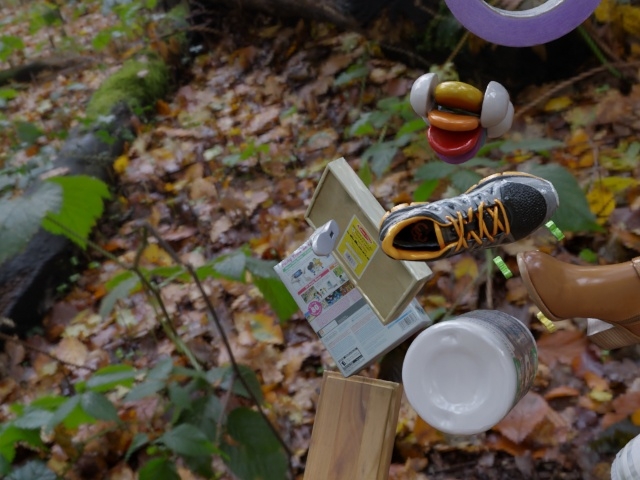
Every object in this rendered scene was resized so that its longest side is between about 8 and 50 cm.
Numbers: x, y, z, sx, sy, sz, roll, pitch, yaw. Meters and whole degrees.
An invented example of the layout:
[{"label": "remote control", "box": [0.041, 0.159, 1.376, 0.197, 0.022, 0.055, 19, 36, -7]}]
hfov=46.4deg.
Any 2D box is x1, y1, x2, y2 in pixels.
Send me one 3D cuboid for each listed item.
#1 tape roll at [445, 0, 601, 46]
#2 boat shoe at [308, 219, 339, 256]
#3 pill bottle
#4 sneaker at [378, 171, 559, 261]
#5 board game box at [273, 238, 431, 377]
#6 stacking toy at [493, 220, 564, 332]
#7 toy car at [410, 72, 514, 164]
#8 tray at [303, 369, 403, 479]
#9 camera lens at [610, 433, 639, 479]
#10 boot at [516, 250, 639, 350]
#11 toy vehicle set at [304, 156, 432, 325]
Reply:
[{"label": "tape roll", "box": [0.317, -0.448, 1.169, 0.274, 0.275, 0.090, -11, 20, 13]}, {"label": "boat shoe", "box": [0.000, 0.000, 1.162, 0.035, 0.035, 0.100, -25, 18, 26]}, {"label": "pill bottle", "box": [0.307, 0.239, 1.448, 0.204, 0.204, 0.361, -5, -2, 25]}, {"label": "sneaker", "box": [0.166, -0.017, 0.859, 0.214, 0.084, 0.083, -17, 10, 20]}, {"label": "board game box", "box": [0.069, 0.119, 1.682, 0.224, 0.303, 0.097, -38, -16, 16]}, {"label": "stacking toy", "box": [0.528, 0.079, 1.716, 0.167, 0.052, 0.221, -36, 63, 7]}, {"label": "toy car", "box": [0.235, -0.199, 1.268, 0.159, 0.136, 0.182, 12, -1, 20]}, {"label": "tray", "box": [0.072, 0.551, 1.889, 0.202, 0.076, 0.411, 7, 74, 17]}, {"label": "camera lens", "box": [0.872, 0.546, 1.812, 0.219, 0.274, 0.219, 14, 44, -14]}, {"label": "boot", "box": [0.457, 0.062, 1.130, 0.220, 0.283, 0.109, -35, 28, 39]}, {"label": "toy vehicle set", "box": [0.077, 0.004, 1.337, 0.035, 0.166, 0.267, -24, 68, -31]}]
